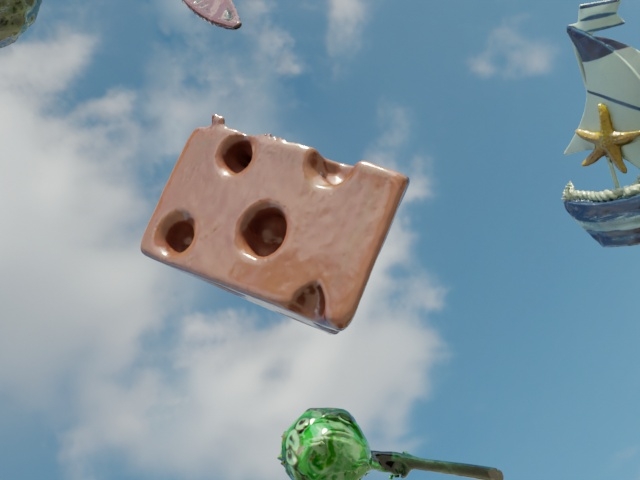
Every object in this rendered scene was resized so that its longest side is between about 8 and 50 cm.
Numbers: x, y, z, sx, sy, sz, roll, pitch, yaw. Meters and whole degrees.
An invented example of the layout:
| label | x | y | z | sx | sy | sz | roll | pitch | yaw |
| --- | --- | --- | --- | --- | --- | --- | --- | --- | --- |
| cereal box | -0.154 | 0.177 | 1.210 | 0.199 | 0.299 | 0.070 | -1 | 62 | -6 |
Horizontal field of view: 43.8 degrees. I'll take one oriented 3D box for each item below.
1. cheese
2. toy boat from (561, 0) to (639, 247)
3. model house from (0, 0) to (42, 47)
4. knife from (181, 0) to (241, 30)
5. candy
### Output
| label | x | y | z | sx | sy | sz | roll | pitch | yaw |
| --- | --- | --- | --- | --- | --- | --- | --- | --- | --- |
| cheese | -0.004 | 0.002 | 0.650 | 0.177 | 0.203 | 0.128 | 33 | -104 | -58 |
| toy boat | 0.361 | -0.141 | 0.942 | 0.067 | 0.220 | 0.291 | -13 | -90 | -36 |
| model house | -0.445 | -0.262 | 0.741 | 0.261 | 0.266 | 0.321 | 44 | -99 | -5 |
| knife | -0.112 | -0.227 | 0.695 | 0.035 | 0.247 | 0.018 | -29 | -50 | -3 |
| candy | 0.098 | 0.255 | 0.902 | 0.323 | 0.097 | 0.097 | 17 | -78 | -31 |
